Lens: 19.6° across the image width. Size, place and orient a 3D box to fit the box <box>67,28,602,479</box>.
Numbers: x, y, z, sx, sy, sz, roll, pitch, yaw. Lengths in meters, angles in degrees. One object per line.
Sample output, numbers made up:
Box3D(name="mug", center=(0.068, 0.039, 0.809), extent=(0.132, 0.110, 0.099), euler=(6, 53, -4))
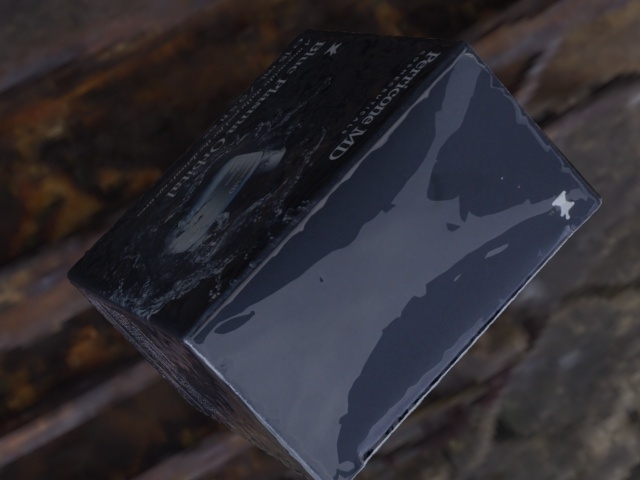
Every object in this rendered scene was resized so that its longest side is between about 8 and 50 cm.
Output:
Box3D(name="box", center=(0.000, 0.000, 0.748), extent=(0.156, 0.093, 0.158), euler=(-47, -157, -11))
